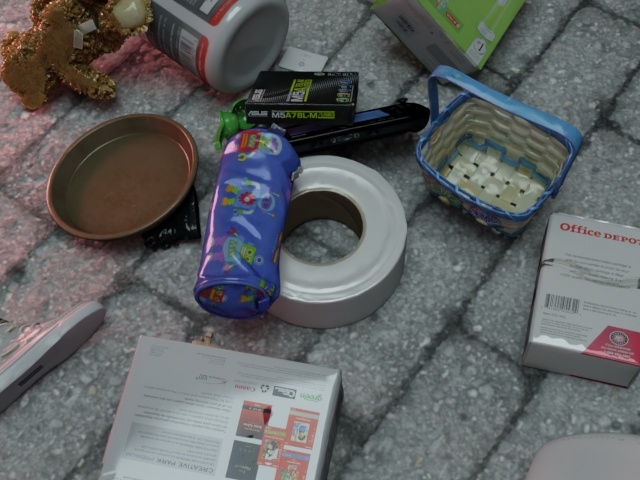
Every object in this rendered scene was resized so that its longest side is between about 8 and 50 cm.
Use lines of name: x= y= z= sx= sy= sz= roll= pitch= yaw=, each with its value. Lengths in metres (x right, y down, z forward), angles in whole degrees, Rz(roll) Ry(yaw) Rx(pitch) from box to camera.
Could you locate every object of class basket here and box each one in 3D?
basket: x=0.288 y=-0.144 z=1.576 sx=0.255 sy=0.289 sz=0.201 roll=31 pitch=66 yaw=20

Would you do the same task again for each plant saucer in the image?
plant saucer: x=-0.342 y=-0.107 z=1.703 sx=0.278 sy=0.041 sz=0.277 roll=-7 pitch=54 yaw=10

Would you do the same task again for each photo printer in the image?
photo printer: x=0.369 y=0.397 z=1.297 sx=0.256 sy=0.107 sz=0.307 roll=-5 pitch=48 yaw=50

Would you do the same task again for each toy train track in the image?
toy train track: x=-0.190 y=0.183 z=1.566 sx=0.048 sy=0.014 sz=0.083 roll=10 pitch=61 yaw=9

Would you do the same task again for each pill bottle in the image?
pill bottle: x=-0.254 y=-0.449 z=1.826 sx=0.363 sy=0.210 sz=0.210 roll=37 pitch=68 yaw=21

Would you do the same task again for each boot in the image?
boot: x=-0.475 y=0.156 z=1.547 sx=0.258 sy=0.095 sz=0.123 roll=-41 pitch=73 yaw=-18
boot: x=-0.260 y=-0.041 z=1.686 sx=0.099 sy=0.045 sz=0.121 roll=-10 pitch=58 yaw=3

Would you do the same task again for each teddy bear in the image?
teddy bear: x=-0.444 y=-0.382 z=1.787 sx=0.245 sy=0.338 sz=0.113 roll=37 pitch=29 yaw=-1

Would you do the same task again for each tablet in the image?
tablet: x=-0.033 y=-0.343 z=1.872 sx=0.083 sy=0.006 sz=0.054 roll=18 pitch=62 yaw=13

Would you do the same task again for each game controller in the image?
game controller: x=0.030 y=-0.194 z=1.704 sx=0.319 sy=0.166 sz=0.067 roll=-13 pitch=96 yaw=-5

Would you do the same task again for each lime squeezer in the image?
lime squeezer: x=-0.134 y=-0.211 z=1.741 sx=0.110 sy=0.058 sz=0.310 roll=15 pitch=31 yaw=26

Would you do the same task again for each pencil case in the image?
pencil case: x=-0.107 y=-0.029 z=1.511 sx=0.133 sy=0.119 sz=0.306 roll=6 pitch=61 yaw=4

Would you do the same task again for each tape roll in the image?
tape roll: x=0.000 y=0.000 z=1.616 sx=0.286 sy=0.100 sz=0.286 roll=-1 pitch=60 yaw=2

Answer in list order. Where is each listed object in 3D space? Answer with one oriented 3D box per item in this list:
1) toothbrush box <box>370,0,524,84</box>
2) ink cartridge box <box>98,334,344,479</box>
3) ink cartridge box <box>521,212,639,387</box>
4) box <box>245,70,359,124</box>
toothbrush box: x=0.258 y=-0.466 z=1.809 sx=0.206 sy=0.122 sz=0.283 roll=42 pitch=65 yaw=-20
ink cartridge box: x=-0.144 y=0.307 z=1.425 sx=0.310 sy=0.130 sz=0.271 roll=9 pitch=64 yaw=8
ink cartridge box: x=0.425 y=0.091 z=1.541 sx=0.172 sy=0.100 sz=0.237 roll=12 pitch=62 yaw=9
box: x=-0.028 y=-0.251 z=1.705 sx=0.184 sy=0.045 sz=0.190 roll=4 pitch=27 yaw=4
